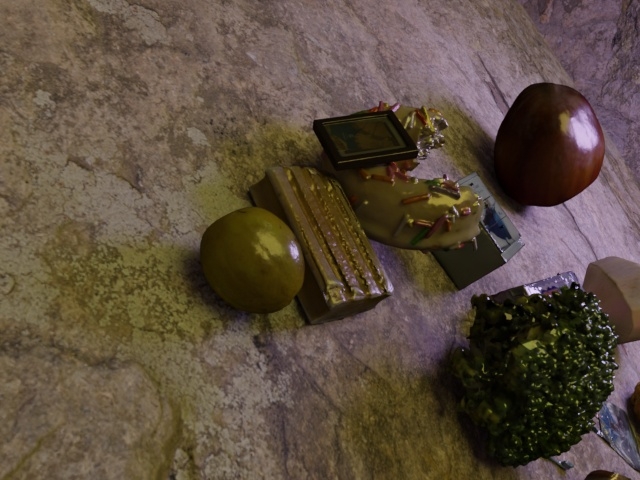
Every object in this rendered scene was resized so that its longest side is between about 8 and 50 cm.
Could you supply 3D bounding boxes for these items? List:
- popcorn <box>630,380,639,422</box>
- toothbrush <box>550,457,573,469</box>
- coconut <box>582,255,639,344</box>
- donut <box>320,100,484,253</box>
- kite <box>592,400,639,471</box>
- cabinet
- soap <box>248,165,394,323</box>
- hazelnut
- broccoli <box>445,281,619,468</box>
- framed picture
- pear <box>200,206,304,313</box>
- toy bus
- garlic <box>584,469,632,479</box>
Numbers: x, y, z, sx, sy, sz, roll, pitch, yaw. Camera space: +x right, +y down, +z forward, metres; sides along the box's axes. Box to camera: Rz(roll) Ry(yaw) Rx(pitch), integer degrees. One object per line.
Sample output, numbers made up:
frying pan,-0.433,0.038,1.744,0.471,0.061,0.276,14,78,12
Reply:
popcorn,0.932,0.450,1.613,0.250,0.190,0.250,16,51,-21
toothbrush,0.442,0.421,1.258,0.193,0.019,0.013,33,40,-19
coconut,0.844,0.166,1.741,0.259,0.259,0.259,27,42,-28
donut,0.154,-0.141,1.264,0.307,0.150,0.371,0,48,-11
kite,0.677,0.433,1.494,0.309,0.015,0.169,31,41,-25
cabinet,0.338,-0.024,1.425,0.206,0.150,0.145,55,36,6
soap,0.000,0.000,1.101,0.173,0.089,0.274,-5,62,-45
hazelnut,0.675,-0.284,1.860,0.365,0.365,0.366,27,42,-28
broccoli,0.393,0.244,1.152,0.324,0.271,0.335,-35,117,-53
framed picture,0.085,-0.192,1.180,0.168,0.023,0.128,-11,51,-18
pear,-0.099,0.029,0.923,0.162,0.148,0.149,52,36,-9
toy bus,0.513,0.143,1.473,0.316,0.138,0.113,-9,67,-48
garlic,0.595,0.523,1.255,0.206,0.128,0.115,24,0,-36
